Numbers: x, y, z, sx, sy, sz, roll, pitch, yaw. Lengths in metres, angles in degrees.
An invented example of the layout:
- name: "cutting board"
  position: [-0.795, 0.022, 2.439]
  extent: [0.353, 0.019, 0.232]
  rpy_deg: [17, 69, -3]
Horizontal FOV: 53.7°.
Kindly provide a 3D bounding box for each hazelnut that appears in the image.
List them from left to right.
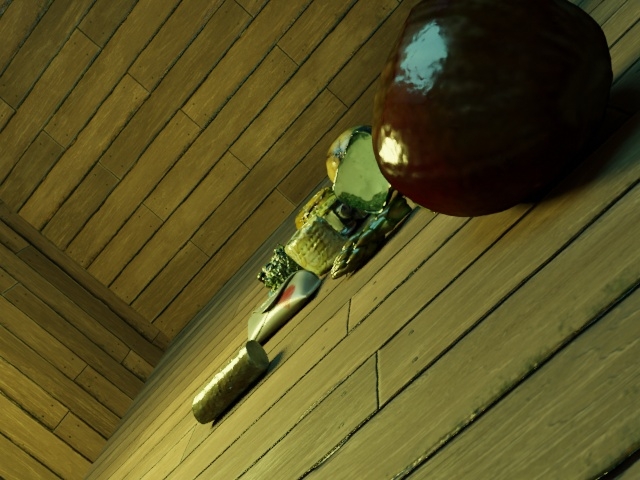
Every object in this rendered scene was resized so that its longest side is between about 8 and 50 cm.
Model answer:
- name: "hazelnut"
  position: [0.288, -0.237, 1.081]
  extent: [0.420, 0.353, 0.421]
  rpy_deg: [-18, 45, 18]

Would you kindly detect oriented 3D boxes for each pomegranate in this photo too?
- name: "pomegranate"
  position: [0.145, -0.279, 2.234]
  extent: [0.260, 0.260, 0.260]
  rpy_deg: [-47, 9, 10]

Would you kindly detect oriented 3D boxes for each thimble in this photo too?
- name: "thimble"
  position: [-0.007, 0.015, 1.968]
  extent: [0.190, 0.143, 0.137]
  rpy_deg: [-39, 12, 44]

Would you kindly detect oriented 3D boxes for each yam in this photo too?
- name: "yam"
  position: [-0.248, 0.386, 1.708]
  extent: [0.259, 0.093, 0.093]
  rpy_deg: [-46, 9, 16]

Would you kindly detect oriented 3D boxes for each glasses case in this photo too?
- name: "glasses case"
  position: [-0.133, 0.210, 1.927]
  extent: [0.308, 0.083, 0.128]
  rpy_deg: [-45, 9, 23]

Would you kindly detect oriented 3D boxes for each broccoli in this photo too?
- name: "broccoli"
  position: [-0.123, 0.114, 2.228]
  extent: [0.165, 0.145, 0.304]
  rpy_deg: [-59, -1, -2]

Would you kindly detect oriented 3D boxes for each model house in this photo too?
- name: "model house"
  position: [0.195, -0.246, 1.944]
  extent: [0.291, 0.184, 0.253]
  rpy_deg: [-40, -29, -52]

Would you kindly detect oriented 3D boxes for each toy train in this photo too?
- name: "toy train"
  position: [0.063, -0.086, 2.127]
  extent: [0.177, 0.134, 0.261]
  rpy_deg: [-43, 7, -24]

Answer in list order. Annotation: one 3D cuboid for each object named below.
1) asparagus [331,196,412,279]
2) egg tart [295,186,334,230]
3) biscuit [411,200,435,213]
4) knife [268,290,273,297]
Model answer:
- name: "asparagus"
  position: [0.122, -0.001, 1.652]
  extent: [0.287, 0.080, 0.080]
  rpy_deg: [-47, 9, 15]
- name: "egg tart"
  position: [0.005, -0.109, 2.507]
  extent: [0.341, 0.129, 0.341]
  rpy_deg: [-45, 9, 9]
- name: "biscuit"
  position: [0.273, -0.131, 1.610]
  extent: [0.099, 0.038, 0.322]
  rpy_deg: [-50, 9, 7]
- name: "knife"
  position: [-0.154, 0.213, 2.130]
  extent: [0.032, 0.058, 0.244]
  rpy_deg: [-10, 7, -5]
